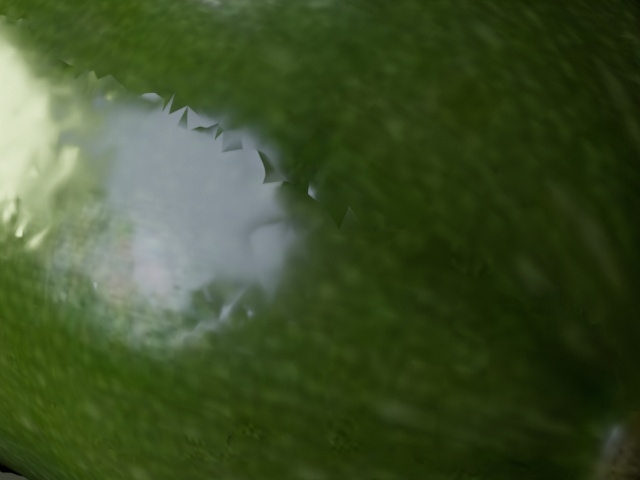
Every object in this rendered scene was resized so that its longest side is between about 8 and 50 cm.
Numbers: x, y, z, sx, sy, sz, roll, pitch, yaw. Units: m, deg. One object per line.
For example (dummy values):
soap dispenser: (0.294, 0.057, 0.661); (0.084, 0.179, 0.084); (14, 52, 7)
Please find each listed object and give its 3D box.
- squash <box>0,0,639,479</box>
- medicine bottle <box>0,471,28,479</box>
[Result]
squash: (0.030, -0.011, 0.457); (0.309, 0.310, 0.310); (13, 80, 48)
medicine bottle: (-0.175, 0.106, 0.698); (0.293, 0.170, 0.170); (84, -164, -66)
